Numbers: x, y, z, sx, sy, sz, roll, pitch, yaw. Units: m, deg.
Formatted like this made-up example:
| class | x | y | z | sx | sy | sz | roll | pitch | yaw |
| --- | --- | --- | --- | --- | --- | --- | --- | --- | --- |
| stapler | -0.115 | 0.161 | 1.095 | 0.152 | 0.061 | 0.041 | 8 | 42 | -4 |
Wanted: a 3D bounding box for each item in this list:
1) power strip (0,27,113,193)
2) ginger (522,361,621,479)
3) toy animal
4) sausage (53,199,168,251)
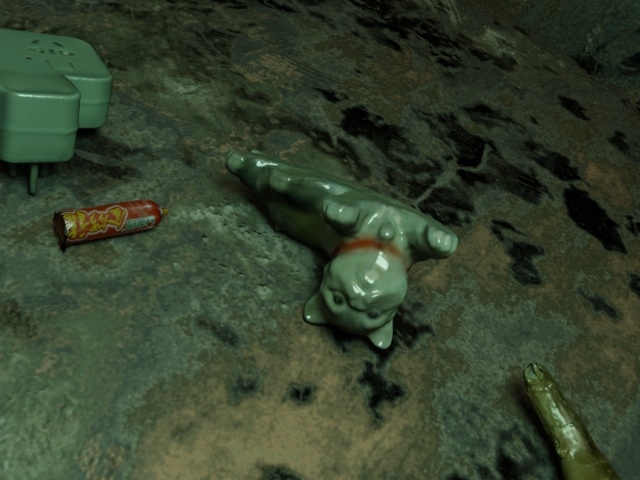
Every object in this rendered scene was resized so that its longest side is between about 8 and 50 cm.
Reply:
| class | x | y | z | sx | sy | sz | roll | pitch | yaw |
| --- | --- | --- | --- | --- | --- | --- | --- | --- | --- |
| power strip | -0.395 | -0.179 | 0.833 | 0.229 | 0.141 | 0.261 | -5 | 37 | -34 |
| ginger | 0.341 | 0.304 | 0.770 | 0.147 | 0.081 | 0.334 | 1 | 49 | -35 |
| toy animal | 0.000 | 0.000 | 0.858 | 0.307 | 0.188 | 0.266 | 14 | 21 | -1 |
| sausage | -0.256 | -0.024 | 0.794 | 0.145 | 0.048 | 0.050 | -13 | 61 | -41 |
